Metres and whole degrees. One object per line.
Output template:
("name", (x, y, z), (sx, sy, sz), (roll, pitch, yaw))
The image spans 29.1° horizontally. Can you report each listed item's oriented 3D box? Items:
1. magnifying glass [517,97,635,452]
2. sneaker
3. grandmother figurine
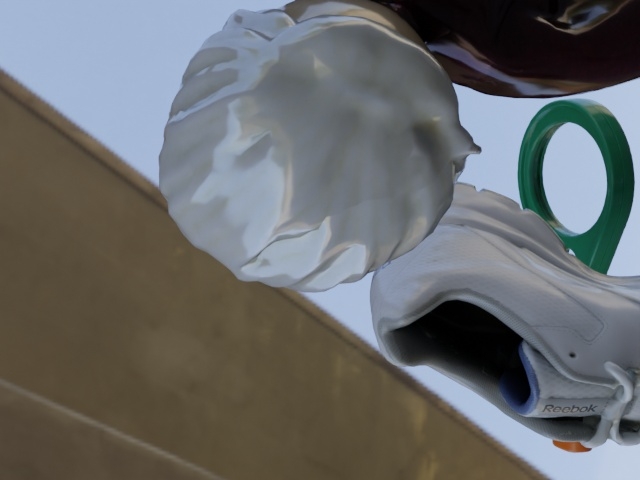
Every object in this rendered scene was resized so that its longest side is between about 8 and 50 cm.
("magnifying glass", (0.165, 0.024, 0.800), (0.026, 0.092, 0.231), (-6, -79, -30))
("sneaker", (0.160, 0.068, 0.666), (0.129, 0.297, 0.111), (-65, -12, -58))
("grandmother figurine", (0.055, -0.120, 0.441), (0.342, 0.207, 0.104), (-59, -15, -31))
